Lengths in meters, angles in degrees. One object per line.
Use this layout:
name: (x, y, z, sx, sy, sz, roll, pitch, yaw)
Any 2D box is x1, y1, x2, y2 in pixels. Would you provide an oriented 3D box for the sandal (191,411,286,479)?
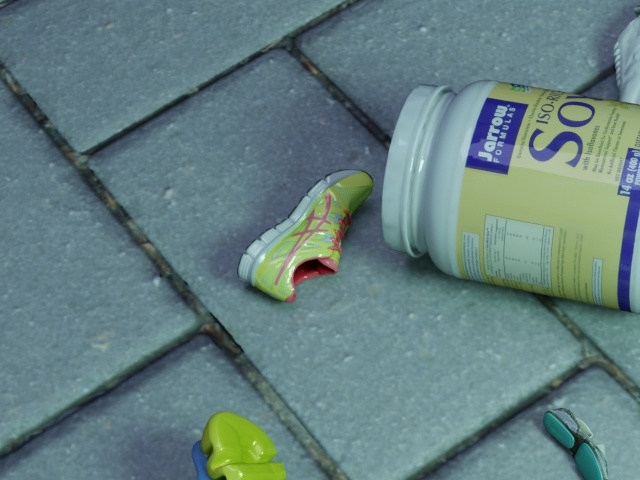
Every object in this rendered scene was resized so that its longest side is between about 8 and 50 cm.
sandal: (-0.073, 0.347, 1.908, 0.138, 0.126, 0.317, -41, 57, 24)

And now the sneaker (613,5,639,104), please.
sneaker: (0.416, -0.217, 2.278, 0.095, 0.090, 0.235, 7, 49, 30)

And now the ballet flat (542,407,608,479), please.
ballet flat: (0.294, 0.228, 1.976, 0.041, 0.041, 0.114, -29, 55, -13)

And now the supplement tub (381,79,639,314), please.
supplement tub: (0.259, -0.057, 2.069, 0.331, 0.241, 0.241, 11, 55, 17)

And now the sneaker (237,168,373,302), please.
sneaker: (0.000, 0.000, 2.178, 0.094, 0.081, 0.208, 39, 73, 24)
